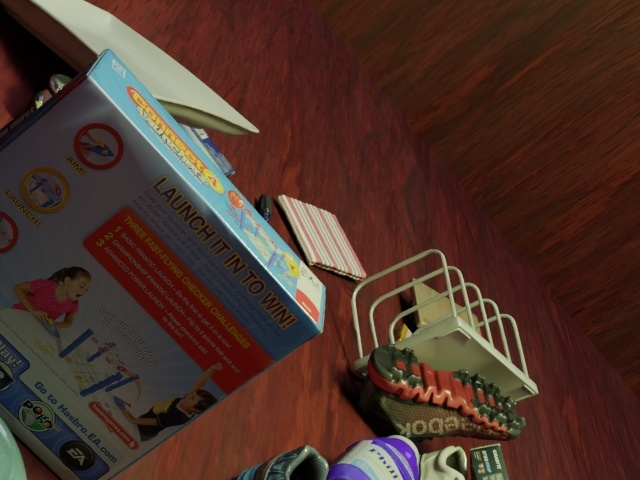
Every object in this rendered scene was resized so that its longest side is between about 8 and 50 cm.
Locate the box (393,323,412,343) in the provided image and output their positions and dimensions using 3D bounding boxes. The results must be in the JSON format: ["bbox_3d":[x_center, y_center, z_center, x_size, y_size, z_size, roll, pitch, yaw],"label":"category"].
[{"bbox_3d":[0.178,0.222,2.263,0.136,0.028,0.081,54,17,-8],"label":"box"}]

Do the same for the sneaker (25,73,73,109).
[{"bbox_3d":[-0.295,-0.114,1.577,0.162,0.106,0.281,32,17,-40],"label":"sneaker"}]

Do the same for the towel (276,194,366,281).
[{"bbox_3d":[0.000,0.000,2.227,0.197,0.029,0.144,20,38,-57],"label":"towel"}]

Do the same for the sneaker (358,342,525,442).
[{"bbox_3d":[0.178,0.261,1.944,0.276,0.135,0.097,21,29,-15],"label":"sneaker"}]

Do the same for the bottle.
[{"bbox_3d":[0.070,0.325,1.672,0.118,0.092,0.283,56,17,6],"label":"bottle"}]

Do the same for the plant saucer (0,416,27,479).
[{"bbox_3d":[-0.309,0.178,1.064,0.195,0.037,0.195,46,19,-21],"label":"plant saucer"}]

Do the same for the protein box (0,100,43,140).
[{"bbox_3d":[-0.267,0.001,1.341,0.201,0.136,0.199,36,25,-45],"label":"protein box"}]

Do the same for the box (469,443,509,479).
[{"bbox_3d":[0.271,0.445,1.883,0.220,0.051,0.175,-100,180,-45],"label":"box"}]

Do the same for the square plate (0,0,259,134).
[{"bbox_3d":[-0.289,-0.260,1.781,0.347,0.049,0.344,39,11,21],"label":"square plate"}]

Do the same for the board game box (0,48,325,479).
[{"bbox_3d":[-0.206,0.039,1.149,0.308,0.302,0.086,49,18,-17],"label":"board game box"}]

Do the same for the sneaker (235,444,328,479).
[{"bbox_3d":[-0.023,0.328,1.371,0.104,0.125,0.262,39,23,-38],"label":"sneaker"}]

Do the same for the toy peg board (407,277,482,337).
[{"bbox_3d":[0.226,0.178,2.422,0.161,0.079,0.161,31,24,-17],"label":"toy peg board"}]

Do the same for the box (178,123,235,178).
[{"bbox_3d":[-0.212,-0.133,1.904,0.136,0.036,0.225,53,16,-1],"label":"box"}]

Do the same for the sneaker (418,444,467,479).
[{"bbox_3d":[0.181,0.385,1.849,0.094,0.091,0.258,47,18,-21],"label":"sneaker"}]

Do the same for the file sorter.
[{"bbox_3d":[0.198,0.165,2.081,0.278,0.193,0.173,39,33,-44],"label":"file sorter"}]

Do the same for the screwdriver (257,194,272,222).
[{"bbox_3d":[-0.087,-0.024,2.043,0.024,0.025,0.170,44,19,-29],"label":"screwdriver"}]
